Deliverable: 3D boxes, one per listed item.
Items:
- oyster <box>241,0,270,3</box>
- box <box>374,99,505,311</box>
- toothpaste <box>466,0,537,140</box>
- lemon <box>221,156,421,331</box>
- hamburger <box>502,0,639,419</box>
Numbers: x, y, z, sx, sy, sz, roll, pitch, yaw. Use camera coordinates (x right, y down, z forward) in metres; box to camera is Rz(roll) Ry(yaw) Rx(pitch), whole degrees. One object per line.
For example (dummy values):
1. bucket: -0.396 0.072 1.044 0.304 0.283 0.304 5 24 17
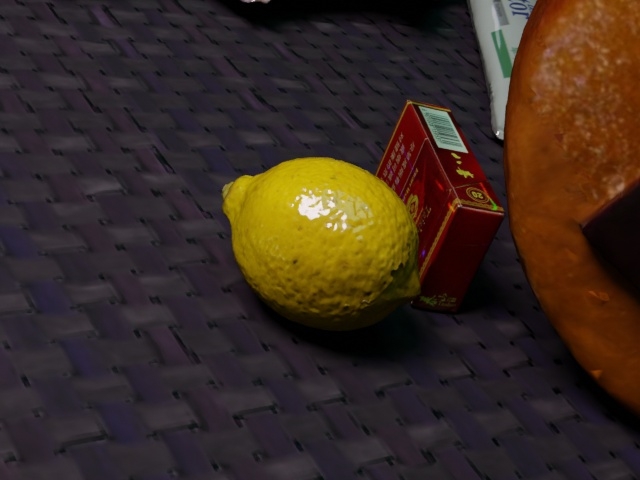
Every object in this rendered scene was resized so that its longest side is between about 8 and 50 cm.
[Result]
1. oyster: -0.017 -0.235 0.768 0.271 0.100 0.275 44 33 12
2. box: 0.046 -0.016 0.520 0.023 0.051 0.082 8 34 -20
3. toothpaste: 0.116 -0.117 0.732 0.064 0.041 0.218 5 37 -8
4. lemon: 0.000 0.000 0.457 0.083 0.062 0.062 27 32 6
5. hamburger: 0.213 -0.057 0.477 0.291 0.291 0.225 28 36 9
